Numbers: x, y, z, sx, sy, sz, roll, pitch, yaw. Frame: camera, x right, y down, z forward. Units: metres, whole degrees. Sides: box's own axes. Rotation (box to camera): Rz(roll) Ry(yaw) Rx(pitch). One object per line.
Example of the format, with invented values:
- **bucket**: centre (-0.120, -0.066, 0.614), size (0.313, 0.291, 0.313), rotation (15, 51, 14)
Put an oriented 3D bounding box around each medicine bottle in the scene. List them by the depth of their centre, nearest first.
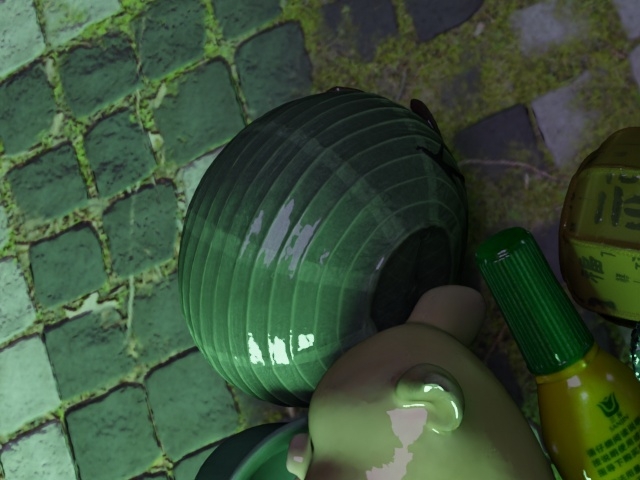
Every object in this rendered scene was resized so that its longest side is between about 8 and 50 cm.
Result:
- **medicine bottle**: centre (0.192, 0.108, 1.394), size (0.095, 0.064, 0.260), rotation (-34, 106, -14)

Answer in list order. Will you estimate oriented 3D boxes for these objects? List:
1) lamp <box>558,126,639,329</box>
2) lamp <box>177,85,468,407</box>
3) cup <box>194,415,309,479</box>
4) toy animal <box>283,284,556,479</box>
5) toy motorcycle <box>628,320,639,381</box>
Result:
- **lamp**: centre (0.279, -0.002, 1.404), size (0.185, 0.161, 0.161), rotation (9, 83, 25)
- **lamp**: centre (0.000, 0.000, 1.498), size (0.233, 0.233, 0.265), rotation (25, 95, 28)
- **cup**: centre (-0.034, 0.220, 1.510), size (0.150, 0.199, 0.199), rotation (14, 84, 59)
- **toy animal**: centre (0.066, 0.192, 1.380), size (0.213, 0.195, 0.256), rotation (-22, 108, 15)
- **toy motorcycle**: centre (0.320, 0.147, 1.336), size (0.159, 0.106, 0.270), rotation (-17, 113, 6)
